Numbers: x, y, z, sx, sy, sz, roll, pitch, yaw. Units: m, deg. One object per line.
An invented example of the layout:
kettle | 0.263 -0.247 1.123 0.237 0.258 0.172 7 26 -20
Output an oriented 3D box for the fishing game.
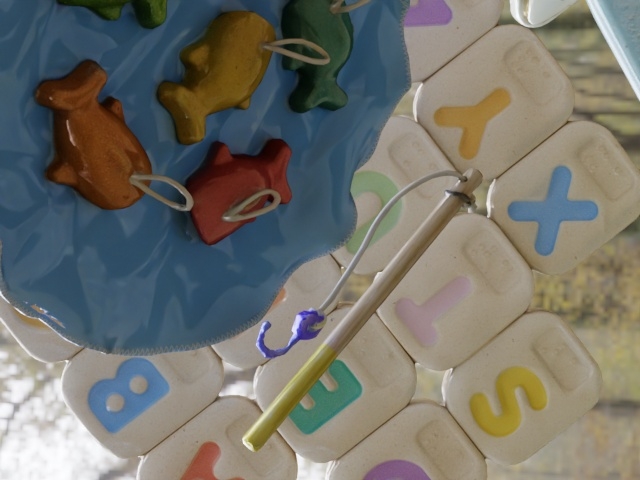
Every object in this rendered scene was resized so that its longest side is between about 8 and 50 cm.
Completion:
fishing game | -0.032 -0.054 0.420 0.189 0.041 0.264 -46 -49 -26

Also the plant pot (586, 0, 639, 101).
plant pot | 0.273 -0.252 0.994 0.252 0.248 0.247 51 -160 -19

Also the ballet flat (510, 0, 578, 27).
ballet flat | 0.140 -0.231 1.197 0.123 0.349 0.123 180 90 -80

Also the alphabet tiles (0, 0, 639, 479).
alphabet tiles | 0.000 0.000 0.665 0.284 0.278 0.021 53 180 -6
